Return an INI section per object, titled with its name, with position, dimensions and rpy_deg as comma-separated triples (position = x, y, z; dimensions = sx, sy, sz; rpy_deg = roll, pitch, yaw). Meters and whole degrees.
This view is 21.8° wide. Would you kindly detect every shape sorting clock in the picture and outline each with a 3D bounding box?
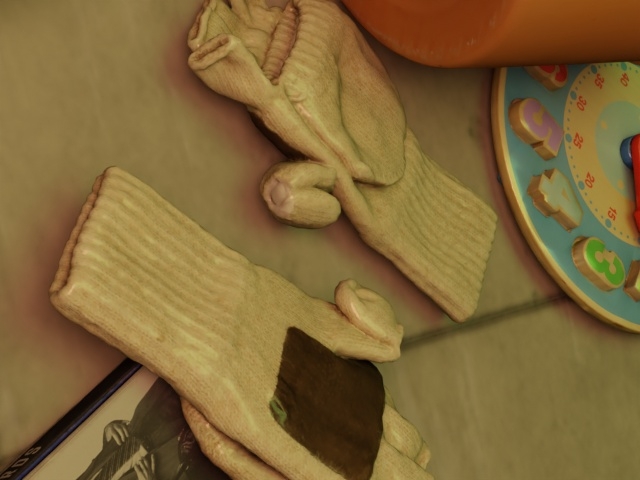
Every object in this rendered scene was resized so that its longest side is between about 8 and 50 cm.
[shape sorting clock]
position = 0.174, -0.049, 0.927
dimensions = 0.206, 0.040, 0.206
rpy_deg = 13, 70, -40

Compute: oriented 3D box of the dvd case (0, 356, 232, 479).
[dvd case]
position = -0.087, 0.175, 0.638
dimensions = 0.238, 0.029, 0.179
rpy_deg = -44, 109, -40

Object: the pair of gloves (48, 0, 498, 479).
[pair of gloves]
position = 0.000, 0.000, 0.734
dimensions = 0.204, 0.042, 0.240
rpy_deg = 47, 42, -23

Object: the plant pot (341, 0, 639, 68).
[plant pot]
position = 0.114, -0.200, 0.771
dimensions = 0.203, 0.291, 0.291
rpy_deg = -22, 94, -27
